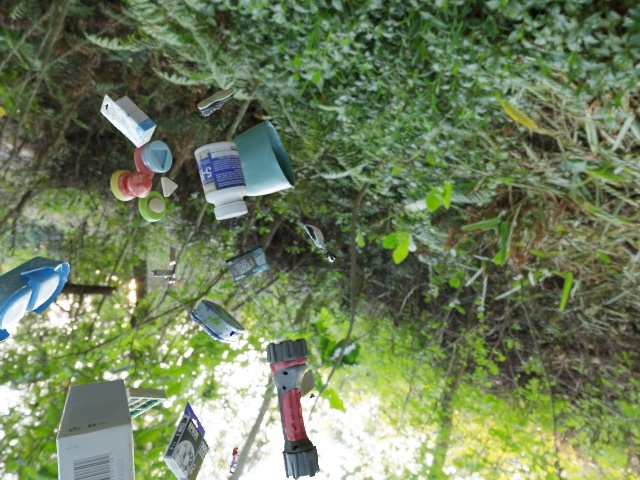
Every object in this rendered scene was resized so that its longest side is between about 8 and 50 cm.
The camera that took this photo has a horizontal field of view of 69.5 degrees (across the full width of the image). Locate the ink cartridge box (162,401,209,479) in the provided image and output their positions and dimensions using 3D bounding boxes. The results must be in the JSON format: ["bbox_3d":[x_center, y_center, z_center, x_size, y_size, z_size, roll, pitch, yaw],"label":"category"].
[{"bbox_3d":[-0.453,0.709,1.607,0.045,0.208,0.206,-2,128,14],"label":"ink cartridge box"}]

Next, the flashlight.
[{"bbox_3d":[-0.059,0.385,1.074,0.103,0.304,0.103,-13,166,12],"label":"flashlight"}]

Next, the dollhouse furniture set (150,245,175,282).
[{"bbox_3d":[-0.565,0.085,1.660,0.081,0.114,0.091,1,153,-17],"label":"dollhouse furniture set"}]

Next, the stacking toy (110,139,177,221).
[{"bbox_3d":[-0.673,-0.242,1.903,0.130,0.309,0.280,-4,139,24],"label":"stacking toy"}]

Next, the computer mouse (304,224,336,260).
[{"bbox_3d":[0.000,0.000,1.862,0.193,0.042,0.106,55,-169,20],"label":"computer mouse"}]

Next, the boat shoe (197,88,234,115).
[{"bbox_3d":[-0.349,-0.469,1.560,0.049,0.133,0.042,54,172,38],"label":"boat shoe"}]

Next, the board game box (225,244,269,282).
[{"bbox_3d":[-0.351,0.115,2.229,0.026,0.186,0.126,45,155,58],"label":"board game box"}]

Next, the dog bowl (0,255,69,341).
[{"bbox_3d":[-0.780,0.140,1.202,0.074,0.166,0.297,28,-160,-4],"label":"dog bowl"}]

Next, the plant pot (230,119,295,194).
[{"bbox_3d":[-0.271,-0.321,1.924,0.235,0.293,0.293,-20,165,9],"label":"plant pot"}]

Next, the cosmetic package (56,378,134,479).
[{"bbox_3d":[-0.599,0.548,1.246,0.161,0.230,0.453,-3,180,-26],"label":"cosmetic package"}]

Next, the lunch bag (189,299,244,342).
[{"bbox_3d":[-0.385,0.313,1.754,0.176,0.090,0.219,36,173,14],"label":"lunch bag"}]

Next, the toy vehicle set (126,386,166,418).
[{"bbox_3d":[-0.693,0.585,1.598,0.166,0.266,0.035,35,-153,-57],"label":"toy vehicle set"}]

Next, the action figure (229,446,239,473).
[{"bbox_3d":[-0.299,0.760,1.606,0.030,0.115,0.038,10,-154,0],"label":"action figure"}]

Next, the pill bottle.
[{"bbox_3d":[-0.255,-0.155,1.214,0.111,0.187,0.112,-14,180,0],"label":"pill bottle"}]

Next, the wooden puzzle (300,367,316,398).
[{"bbox_3d":[-0.048,0.468,1.516,0.014,0.116,0.078,-7,-179,41],"label":"wooden puzzle"}]

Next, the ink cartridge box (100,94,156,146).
[{"bbox_3d":[-0.681,-0.434,1.637,0.180,0.060,0.104,45,138,-8],"label":"ink cartridge box"}]
